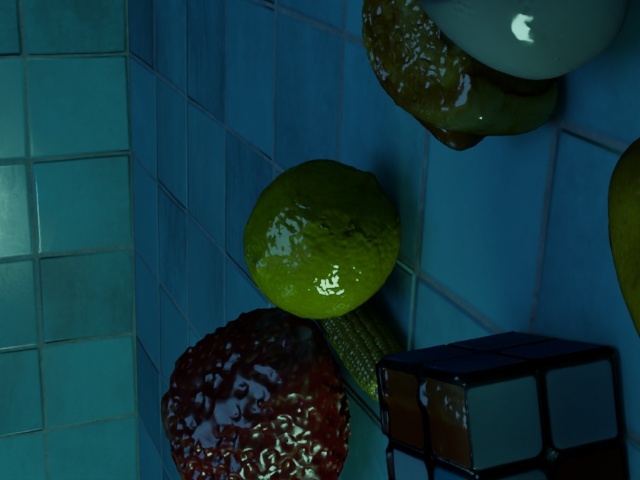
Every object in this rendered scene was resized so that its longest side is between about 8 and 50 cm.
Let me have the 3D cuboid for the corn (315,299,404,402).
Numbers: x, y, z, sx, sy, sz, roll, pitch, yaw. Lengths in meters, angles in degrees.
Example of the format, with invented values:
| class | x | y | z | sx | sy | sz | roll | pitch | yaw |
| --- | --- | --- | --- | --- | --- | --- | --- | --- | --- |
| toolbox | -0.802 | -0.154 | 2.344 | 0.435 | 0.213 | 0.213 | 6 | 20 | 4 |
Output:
| class | x | y | z | sx | sy | sz | roll | pitch | yaw |
| --- | --- | --- | --- | --- | --- | --- | --- | --- | --- |
| corn | 0.051 | 0.124 | 1.406 | 0.238 | 0.080 | 0.080 | -124 | 35 | -47 |

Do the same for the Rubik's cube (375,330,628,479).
| class | x | y | z | sx | sy | sz | roll | pitch | yaw |
| --- | --- | --- | --- | --- | --- | --- | --- | --- | --- |
| Rubik's cube | 0.169 | 0.191 | 1.021 | 0.183 | 0.167 | 0.180 | 176 | 87 | -69 |

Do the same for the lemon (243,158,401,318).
| class | x | y | z | sx | sy | sz | roll | pitch | yaw |
| --- | --- | --- | --- | --- | --- | --- | --- | --- | --- |
| lemon | 0.000 | 0.000 | 1.345 | 0.231 | 0.192 | 0.192 | -48 | 49 | 34 |

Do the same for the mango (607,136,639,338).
| class | x | y | z | sx | sy | sz | roll | pitch | yaw |
| --- | --- | --- | --- | --- | --- | --- | --- | --- | --- |
| mango | 0.299 | 0.055 | 0.737 | 0.177 | 0.120 | 0.295 | 100 | 155 | -52 |

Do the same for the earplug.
| class | x | y | z | sx | sy | sz | roll | pitch | yaw |
| --- | --- | --- | --- | --- | --- | --- | --- | --- | --- |
| earplug | 0.181 | -0.299 | 0.886 | 0.214 | 0.175 | 0.326 | -163 | 78 | -66 |

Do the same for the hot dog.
| class | x | y | z | sx | sy | sz | roll | pitch | yaw |
| --- | --- | --- | --- | --- | --- | --- | --- | --- | --- |
| hot dog | 0.128 | -0.208 | 1.056 | 0.153 | 0.150 | 0.257 | -32 | 66 | 54 |

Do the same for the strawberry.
| class | x | y | z | sx | sy | sz | roll | pitch | yaw |
| --- | --- | --- | --- | --- | --- | --- | --- | --- | --- |
| strawberry | -0.097 | 0.241 | 1.526 | 0.310 | 0.291 | 0.292 | 70 | 177 | -54 |
